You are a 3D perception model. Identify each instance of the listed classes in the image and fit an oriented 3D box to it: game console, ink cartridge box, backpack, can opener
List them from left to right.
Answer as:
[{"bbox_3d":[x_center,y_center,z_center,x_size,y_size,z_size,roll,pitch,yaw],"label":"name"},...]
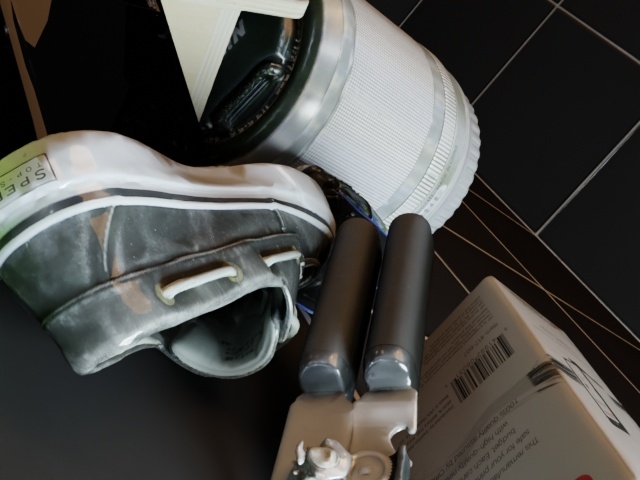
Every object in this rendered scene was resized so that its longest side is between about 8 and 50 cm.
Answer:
[{"bbox_3d":[-0.215,-0.113,0.507,0.361,0.044,0.213,-8,76,-51],"label":"game console"},{"bbox_3d":[0.000,0.000,0.807,0.114,0.105,0.084,37,14,-37],"label":"backpack"},{"bbox_3d":[0.024,0.085,0.574,0.280,0.074,0.093,-77,159,-51],"label":"can opener"},{"bbox_3d":[0.107,0.139,0.568,0.086,0.148,0.203,36,15,-26],"label":"ink cartridge box"}]

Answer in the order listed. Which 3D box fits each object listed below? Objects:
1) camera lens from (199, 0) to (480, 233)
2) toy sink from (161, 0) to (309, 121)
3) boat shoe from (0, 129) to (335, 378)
[{"bbox_3d":[-0.001,-0.121,0.938,0.274,0.219,0.219,26,20,-46],"label":"camera lens"},{"bbox_3d":[-0.155,-0.178,0.777,0.234,0.131,0.153,-2,39,-38],"label":"toy sink"},{"bbox_3d":[-0.070,0.026,0.570,0.119,0.121,0.335,65,20,11],"label":"boat shoe"}]
